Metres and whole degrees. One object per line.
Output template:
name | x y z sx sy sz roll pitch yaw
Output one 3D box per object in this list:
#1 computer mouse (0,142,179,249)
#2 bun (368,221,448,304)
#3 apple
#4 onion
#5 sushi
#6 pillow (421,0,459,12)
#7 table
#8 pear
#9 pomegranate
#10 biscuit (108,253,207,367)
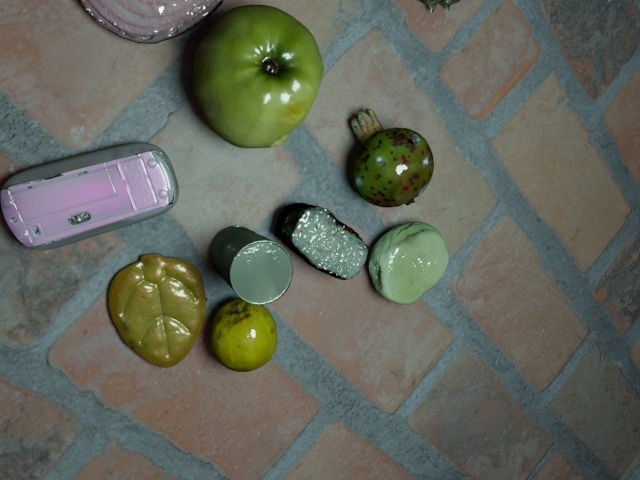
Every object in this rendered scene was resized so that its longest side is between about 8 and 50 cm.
computer mouse | -0.436 -0.088 0.896 0.310 0.072 0.158 -21 109 -18
bun | 0.216 0.054 1.188 0.221 0.108 0.221 -10 111 -26
apple | -0.120 -0.315 0.898 0.279 0.279 0.279 -5 102 -22
onion | -0.325 -0.501 0.850 0.247 0.111 0.250 -32 124 10
sushi | 0.000 0.000 1.071 0.225 0.127 0.124 34 86 -33
pillow | 0.235 -0.609 1.090 0.241 0.051 0.093 21 87 -26
table | -0.151 0.044 0.964 0.126 0.220 0.127 -4 100 -22
pear | -0.170 0.211 1.032 0.148 0.149 0.162 -15 110 -20
pomegranate | 0.150 -0.191 1.071 0.202 0.202 0.248 -29 84 -15
biscuit | -0.343 0.155 1.002 0.202 0.041 0.260 -9 102 -22
